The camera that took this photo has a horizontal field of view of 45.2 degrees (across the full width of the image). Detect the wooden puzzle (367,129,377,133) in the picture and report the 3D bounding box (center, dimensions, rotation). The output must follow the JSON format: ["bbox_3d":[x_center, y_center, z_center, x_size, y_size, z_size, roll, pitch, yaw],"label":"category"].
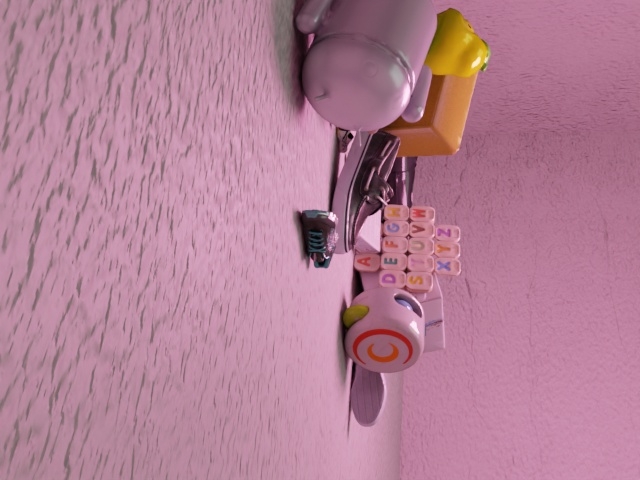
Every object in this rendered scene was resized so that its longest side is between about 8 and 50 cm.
[{"bbox_3d":[0.100,-0.432,1.679,0.348,0.081,0.322,-72,143,-64],"label":"wooden puzzle"}]

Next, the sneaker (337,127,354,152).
[{"bbox_3d":[0.060,-0.232,1.784,0.083,0.037,0.031,76,15,-57],"label":"sneaker"}]

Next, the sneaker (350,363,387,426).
[{"bbox_3d":[0.132,0.365,1.994,0.091,0.094,0.258,68,23,-53],"label":"sneaker"}]

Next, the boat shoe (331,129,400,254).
[{"bbox_3d":[0.105,-0.119,1.725,0.121,0.119,0.335,76,27,-64],"label":"boat shoe"}]

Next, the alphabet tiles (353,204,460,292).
[{"bbox_3d":[0.233,0.016,2.049,0.021,0.278,0.284,86,10,-52],"label":"alphabet tiles"}]

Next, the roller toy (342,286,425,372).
[{"bbox_3d":[0.158,0.215,1.871,0.146,0.191,0.209,-80,165,-49],"label":"roller toy"}]

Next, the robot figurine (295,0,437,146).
[{"bbox_3d":[0.089,-0.341,1.387,0.200,0.300,0.353,-23,-142,54],"label":"robot figurine"}]

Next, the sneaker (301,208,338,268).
[{"bbox_3d":[0.000,0.000,1.383,0.166,0.065,0.076,65,31,-63],"label":"sneaker"}]

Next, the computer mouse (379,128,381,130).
[{"bbox_3d":[0.136,-0.349,2.144,0.184,0.060,0.261,4,85,-81],"label":"computer mouse"}]

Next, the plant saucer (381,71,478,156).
[{"bbox_3d":[0.278,-0.410,2.235,0.081,0.333,0.332,26,74,-43],"label":"plant saucer"}]

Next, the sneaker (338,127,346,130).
[{"bbox_3d":[0.060,-0.302,1.728,0.170,0.063,0.074,-80,173,-52],"label":"sneaker"}]

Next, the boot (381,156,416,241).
[{"bbox_3d":[0.300,-0.165,2.794,0.367,0.146,0.445,-25,112,-70],"label":"boot"}]

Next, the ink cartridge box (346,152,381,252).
[{"bbox_3d":[0.089,-0.093,1.964,0.232,0.066,0.189,33,54,-52],"label":"ink cartridge box"}]

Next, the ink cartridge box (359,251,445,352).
[{"bbox_3d":[0.224,0.170,2.121,0.270,0.197,0.198,76,2,-51],"label":"ink cartridge box"}]

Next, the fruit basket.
[{"bbox_3d":[0.266,-0.569,2.030,0.392,0.392,0.282,-56,145,-72],"label":"fruit basket"}]
